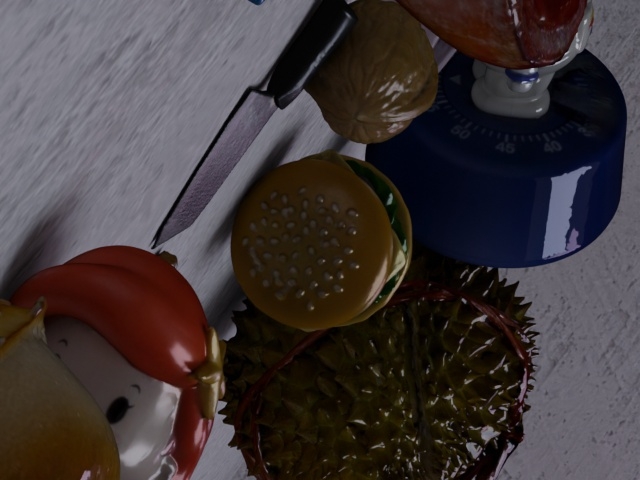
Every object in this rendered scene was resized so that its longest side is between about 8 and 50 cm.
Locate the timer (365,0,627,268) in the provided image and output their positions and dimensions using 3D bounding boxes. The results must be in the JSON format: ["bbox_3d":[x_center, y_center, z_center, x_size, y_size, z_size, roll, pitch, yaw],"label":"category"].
[{"bbox_3d":[0.195,-0.192,1.786,0.270,0.270,0.384,-49,157,-40],"label":"timer"}]

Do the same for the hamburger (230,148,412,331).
[{"bbox_3d":[0.000,0.000,1.582,0.162,0.162,0.115,-56,167,12],"label":"hamburger"}]

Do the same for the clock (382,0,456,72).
[{"bbox_3d":[0.106,-0.220,1.560,0.197,0.068,0.197,-53,173,-9],"label":"clock"}]

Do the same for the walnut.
[{"bbox_3d":[0.037,-0.127,1.372,0.105,0.105,0.124,-58,-174,34],"label":"walnut"}]

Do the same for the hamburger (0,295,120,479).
[{"bbox_3d":[-0.193,0.132,0.856,0.237,0.147,0.237,-52,167,-17],"label":"hamburger"}]

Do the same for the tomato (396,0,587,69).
[{"bbox_3d":[0.090,-0.219,1.133,0.200,0.139,0.233,-58,144,-50],"label":"tomato"}]

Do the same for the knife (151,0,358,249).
[{"bbox_3d":[-0.055,-0.084,1.321,0.230,0.028,0.060,-53,162,11],"label":"knife"}]

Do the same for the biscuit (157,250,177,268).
[{"bbox_3d":[-0.170,0.103,1.414,0.126,0.025,0.206,-47,170,-48],"label":"biscuit"}]

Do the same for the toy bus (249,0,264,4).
[{"bbox_3d":[-0.023,-0.169,0.992,0.083,0.038,0.046,-51,170,-35],"label":"toy bus"}]

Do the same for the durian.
[{"bbox_3d":[0.061,0.140,1.905,0.348,0.347,0.384,-56,-178,15],"label":"durian"}]

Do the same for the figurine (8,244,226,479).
[{"bbox_3d":[-0.163,0.137,1.076,0.257,0.181,0.208,-54,137,-18],"label":"figurine"}]

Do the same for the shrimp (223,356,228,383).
[{"bbox_3d":[-0.121,0.175,2.185,0.091,0.025,0.127,-52,169,-22],"label":"shrimp"}]
